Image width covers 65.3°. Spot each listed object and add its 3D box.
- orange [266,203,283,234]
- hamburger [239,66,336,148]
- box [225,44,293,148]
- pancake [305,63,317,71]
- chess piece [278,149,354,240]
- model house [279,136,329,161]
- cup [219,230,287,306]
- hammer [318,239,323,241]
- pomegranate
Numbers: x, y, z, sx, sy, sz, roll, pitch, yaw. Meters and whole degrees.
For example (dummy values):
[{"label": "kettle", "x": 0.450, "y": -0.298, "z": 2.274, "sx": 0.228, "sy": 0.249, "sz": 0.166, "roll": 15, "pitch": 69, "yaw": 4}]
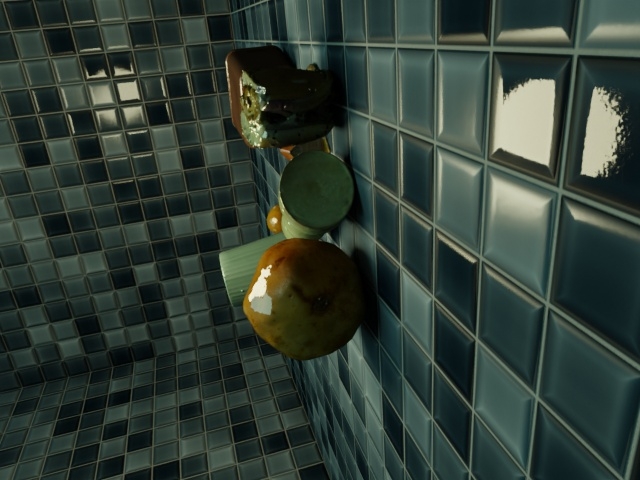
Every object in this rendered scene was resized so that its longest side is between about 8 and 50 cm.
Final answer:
[{"label": "orange", "x": -0.192, "y": -0.098, "z": 2.415, "sx": 0.156, "sy": 0.124, "sz": 0.156, "roll": -7, "pitch": -90, "yaw": -74}, {"label": "hamburger", "x": -0.095, "y": -0.401, "z": 1.474, "sx": 0.318, "sy": 0.276, "sz": 0.195, "roll": -119, "pitch": 26, "yaw": -55}, {"label": "box", "x": -0.226, "y": -0.565, "z": 1.995, "sx": 0.229, "sy": 0.239, "sz": 0.339, "roll": -120, "pitch": 23, "yaw": -48}, {"label": "pancake", "x": -0.022, "y": -0.482, "z": 1.655, "sx": 0.199, "sy": 0.021, "sz": 0.199, "roll": 168, "pitch": 90, "yaw": -76}, {"label": "chess piece", "x": -0.032, "y": -0.108, "z": 1.614, "sx": 0.442, "sy": 0.234, "sz": 0.234, "roll": 121, "pitch": 137, "yaw": -78}, {"label": "model house", "x": -0.056, "y": -0.285, "z": 1.706, "sx": 0.219, "sy": 0.135, "sz": 0.207, "roll": -137, "pitch": 40, "yaw": -69}, {"label": "cup", "x": -0.231, "y": 0.174, "z": 2.304, "sx": 0.310, "sy": 0.392, "sz": 0.401, "roll": -138, "pitch": 34, "yaw": -78}, {"label": "hammer", "x": 0.000, "y": 0.000, "z": 1.962, "sx": 0.110, "sy": 0.019, "sz": 0.036, "roll": -142, "pitch": 43, "yaw": -68}, {"label": "pomegranate", "x": -0.048, "y": 0.180, "z": 1.561, "sx": 0.410, "sy": 0.410, "sz": 0.410, "roll": 169, "pitch": 90, "yaw": -77}]
